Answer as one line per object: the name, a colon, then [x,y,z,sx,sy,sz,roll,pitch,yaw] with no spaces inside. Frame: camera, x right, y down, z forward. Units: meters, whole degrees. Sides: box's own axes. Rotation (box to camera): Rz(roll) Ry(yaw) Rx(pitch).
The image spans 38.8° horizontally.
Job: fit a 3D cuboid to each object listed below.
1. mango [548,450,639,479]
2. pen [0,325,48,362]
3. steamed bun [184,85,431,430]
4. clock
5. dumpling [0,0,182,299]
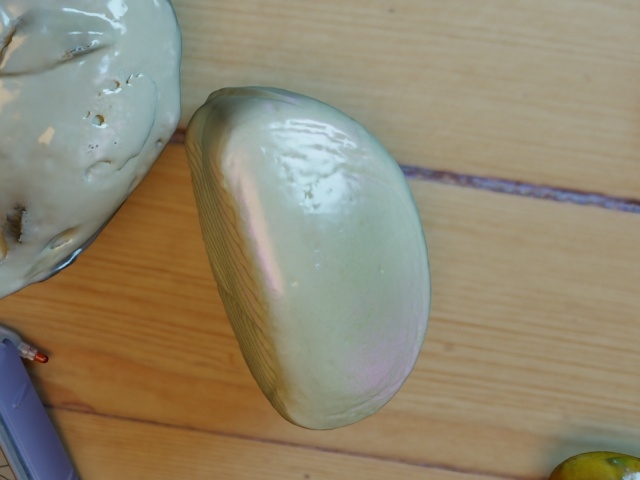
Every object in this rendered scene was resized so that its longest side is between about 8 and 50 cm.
mango: [0.285,0.241,0.732,0.227,0.109,0.147,36,129,-8]
pen: [-0.326,0.056,0.748,0.218,0.026,0.026,23,106,-5]
steamed bun: [0.000,0.000,0.651,0.153,0.170,0.238,-16,109,-17]
clock: [-0.292,0.188,0.748,0.145,0.073,0.193,-14,112,8]
dumpling: [-0.219,-0.118,0.646,0.243,0.187,0.318,27,99,36]
